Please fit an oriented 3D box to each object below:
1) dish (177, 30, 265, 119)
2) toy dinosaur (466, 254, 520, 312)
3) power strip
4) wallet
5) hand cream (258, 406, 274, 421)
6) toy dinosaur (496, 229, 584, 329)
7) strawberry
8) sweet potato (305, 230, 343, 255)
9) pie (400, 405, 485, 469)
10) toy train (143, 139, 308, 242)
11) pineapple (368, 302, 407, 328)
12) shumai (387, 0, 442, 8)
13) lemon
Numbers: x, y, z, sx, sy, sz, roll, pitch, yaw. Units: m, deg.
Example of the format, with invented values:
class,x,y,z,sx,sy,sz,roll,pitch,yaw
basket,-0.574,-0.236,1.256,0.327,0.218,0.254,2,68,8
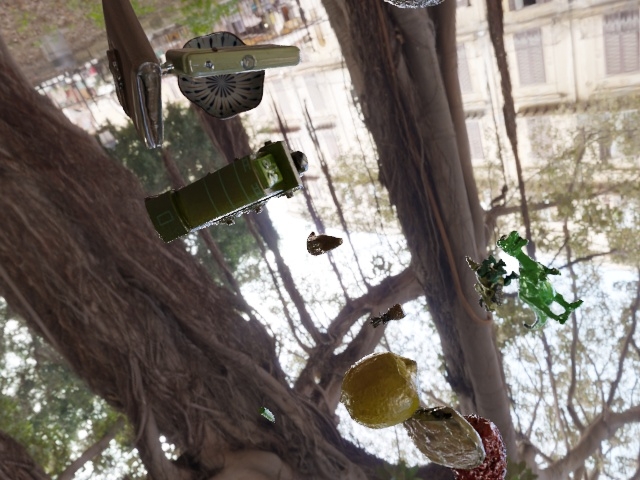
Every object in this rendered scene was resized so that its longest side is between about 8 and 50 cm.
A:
class,x,y,z,sx,sy,sz,roll,pitch,yaw
dish,-0.213,-0.343,0.978,0.191,0.190,0.066,-30,-173,-17
toy dinosaur,0.571,0.114,1.557,0.153,0.094,0.259,-55,-151,31
power strip,-0.109,-0.219,0.549,0.169,0.028,0.076,-19,-148,-31
wallet,-0.198,-0.179,0.478,0.039,0.118,0.152,-18,-122,-25
hand cream,-0.172,0.563,1.479,0.023,0.122,0.036,-30,-122,-6
toy dinosaur,0.739,0.180,1.700,0.144,0.374,0.500,-44,168,-18
strawberry,0.410,0.547,1.210,0.184,0.201,0.187,20,-148,15
sweet potato,-0.007,0.009,1.330,0.078,0.058,0.255,-57,-164,-7
pie,0.291,0.473,1.082,0.052,0.185,0.218,-37,-171,-40
toy train,-0.128,-0.073,0.658,0.226,0.090,0.137,-21,-174,26
pineapple,0.222,0.257,1.510,0.124,0.058,0.058,-31,-156,13
shumai,0.169,-0.594,0.951,0.218,0.183,0.185,1,-143,-2
lemon,0.145,0.358,1.093,0.193,0.180,0.180,-13,-156,-16
